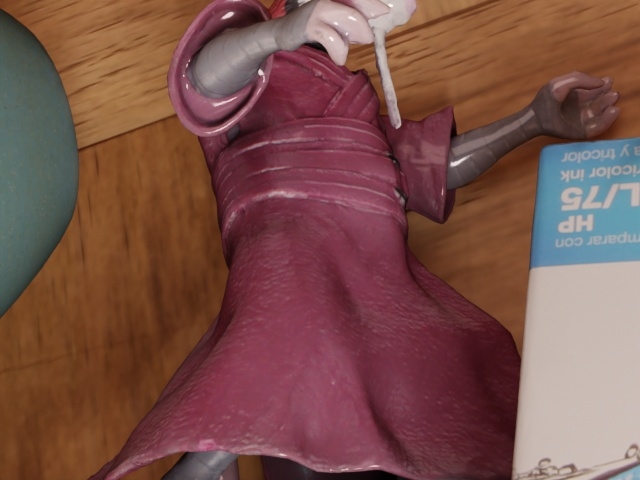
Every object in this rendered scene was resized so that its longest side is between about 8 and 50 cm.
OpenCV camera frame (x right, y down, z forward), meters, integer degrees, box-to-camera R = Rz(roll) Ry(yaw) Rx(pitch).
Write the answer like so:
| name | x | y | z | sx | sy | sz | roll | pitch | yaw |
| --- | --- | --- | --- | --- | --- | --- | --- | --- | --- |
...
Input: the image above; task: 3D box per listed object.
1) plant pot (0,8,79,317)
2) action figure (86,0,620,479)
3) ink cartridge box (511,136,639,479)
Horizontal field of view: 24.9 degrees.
| name | x | y | z | sx | sy | sz | roll | pitch | yaw |
| --- | --- | --- | --- | --- | --- | --- | --- | --- | --- |
| plant pot | -0.255 | -0.046 | 0.826 | 0.195 | 0.290 | 0.290 | -16 | 45 | -33 |
| action figure | 0.000 | 0.000 | 0.757 | 0.275 | 0.248 | 0.370 | -33 | 49 | 33 |
| ink cartridge box | 0.189 | 0.120 | 0.566 | 0.197 | 0.198 | 0.270 | -2 | 58 | 20 |
